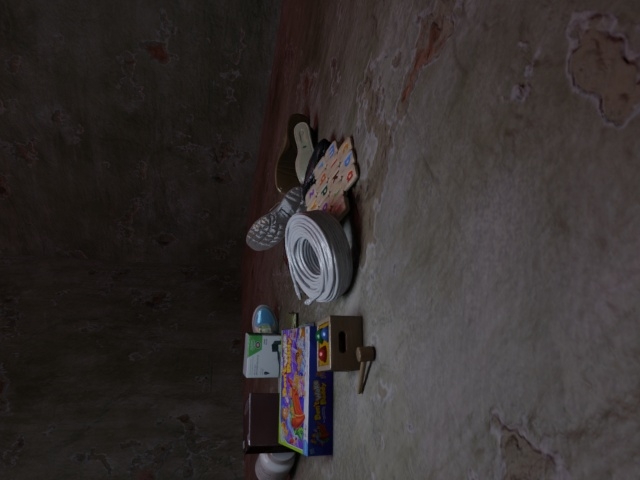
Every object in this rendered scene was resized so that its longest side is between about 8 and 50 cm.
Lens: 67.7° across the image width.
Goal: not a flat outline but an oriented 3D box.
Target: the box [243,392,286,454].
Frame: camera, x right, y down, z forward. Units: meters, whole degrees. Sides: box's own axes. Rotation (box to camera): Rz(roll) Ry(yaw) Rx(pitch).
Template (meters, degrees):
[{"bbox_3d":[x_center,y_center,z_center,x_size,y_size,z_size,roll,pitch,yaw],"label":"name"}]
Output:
[{"bbox_3d":[-0.148,0.612,1.597,0.168,0.203,0.166,117,154,-55],"label":"box"}]

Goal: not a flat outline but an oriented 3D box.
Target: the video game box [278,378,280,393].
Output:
[{"bbox_3d":[-0.129,0.539,1.860,0.187,0.048,0.205,117,154,-60],"label":"video game box"}]

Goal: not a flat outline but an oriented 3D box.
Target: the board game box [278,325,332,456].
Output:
[{"bbox_3d":[-0.047,0.439,1.430,0.233,0.078,0.346,151,122,-62],"label":"board game box"}]

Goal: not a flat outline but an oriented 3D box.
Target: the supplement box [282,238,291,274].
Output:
[{"bbox_3d":[-0.090,0.034,1.807,0.239,0.073,0.130,-127,43,-70],"label":"supplement box"}]

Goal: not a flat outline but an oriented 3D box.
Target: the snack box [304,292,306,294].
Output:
[{"bbox_3d":[-0.056,0.130,1.625,0.178,0.022,0.064,79,-178,-67],"label":"snack box"}]

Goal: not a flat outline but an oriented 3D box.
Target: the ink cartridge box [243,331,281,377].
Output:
[{"bbox_3d":[-0.166,0.413,1.721,0.087,0.209,0.152,166,107,-72],"label":"ink cartridge box"}]

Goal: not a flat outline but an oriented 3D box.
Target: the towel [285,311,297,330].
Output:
[{"bbox_3d":[-0.115,0.341,1.903,0.148,0.027,0.109,159,114,-73],"label":"towel"}]

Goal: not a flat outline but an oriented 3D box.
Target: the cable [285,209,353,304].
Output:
[{"bbox_3d":[-0.006,0.042,1.299,0.257,0.089,0.257,-18,89,60],"label":"cable"}]

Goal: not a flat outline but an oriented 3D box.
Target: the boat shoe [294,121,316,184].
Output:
[{"bbox_3d":[-0.046,-0.318,1.776,0.079,0.084,0.232,8,-102,-69],"label":"boat shoe"}]

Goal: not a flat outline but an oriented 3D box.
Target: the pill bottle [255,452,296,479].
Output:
[{"bbox_3d":[-0.159,0.787,1.730,0.229,0.131,0.131,109,160,-43],"label":"pill bottle"}]

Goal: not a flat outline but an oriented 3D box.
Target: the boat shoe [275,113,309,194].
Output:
[{"bbox_3d":[-0.109,-0.336,1.926,0.110,0.122,0.340,133,150,-75],"label":"boat shoe"}]

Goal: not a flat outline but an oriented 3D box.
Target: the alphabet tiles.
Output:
[{"bbox_3d":[0.030,-0.154,1.391,0.278,0.021,0.284,-51,33,42],"label":"alphabet tiles"}]

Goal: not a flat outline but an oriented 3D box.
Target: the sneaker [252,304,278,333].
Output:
[{"bbox_3d":[-0.241,0.460,2.179,0.208,0.127,0.318,-172,77,-78],"label":"sneaker"}]

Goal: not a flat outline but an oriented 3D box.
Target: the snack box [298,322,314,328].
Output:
[{"bbox_3d":[-0.049,0.356,1.616,0.100,0.037,0.141,136,136,-67],"label":"snack box"}]

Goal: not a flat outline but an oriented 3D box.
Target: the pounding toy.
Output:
[{"bbox_3d":[0.050,0.272,1.140,0.206,0.094,0.180,130,142,-67],"label":"pounding toy"}]

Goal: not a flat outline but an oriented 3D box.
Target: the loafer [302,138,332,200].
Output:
[{"bbox_3d":[-0.009,-0.229,1.574,0.078,0.076,0.223,-96,22,-53],"label":"loafer"}]

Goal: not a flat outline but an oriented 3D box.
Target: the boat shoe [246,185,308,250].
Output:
[{"bbox_3d":[-0.146,-0.082,1.801,0.324,0.123,0.116,-39,6,15],"label":"boat shoe"}]
